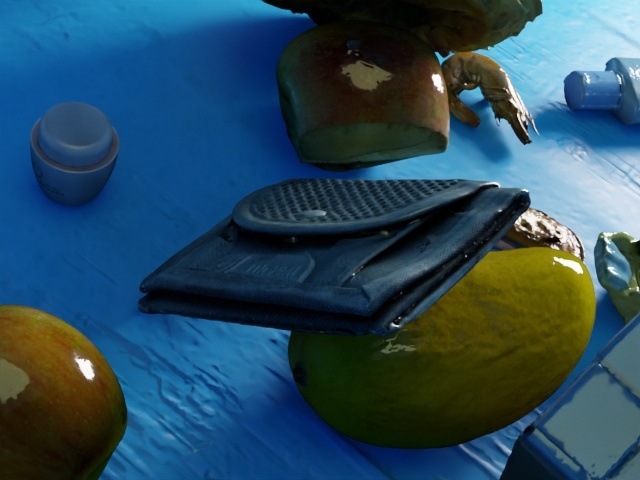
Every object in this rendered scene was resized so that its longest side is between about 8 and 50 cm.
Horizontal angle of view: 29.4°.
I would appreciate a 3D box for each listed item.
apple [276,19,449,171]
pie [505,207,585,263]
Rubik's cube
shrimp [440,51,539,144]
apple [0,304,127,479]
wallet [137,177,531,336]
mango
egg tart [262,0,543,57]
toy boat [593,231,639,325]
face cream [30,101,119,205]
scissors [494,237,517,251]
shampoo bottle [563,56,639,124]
[{"bbox_3d":[0.050,-0.165,1.381,0.188,0.174,0.207,-13,10,-4],"label":"apple"},{"bbox_3d":[0.223,-0.026,1.407,0.191,0.033,0.088,24,30,-1],"label":"pie"},{"bbox_3d":[0.319,0.206,1.093,0.231,0.221,0.224,-41,71,-17],"label":"Rubik's cube"},{"bbox_3d":[0.204,-0.175,1.520,0.095,0.045,0.162,-16,60,-27],"label":"shrimp"},{"bbox_3d":[-0.260,0.154,1.019,0.196,0.196,0.196,8,50,-10],"label":"apple"},{"bbox_3d":[0.000,0.000,1.161,0.342,0.075,0.237,2,30,47],"label":"wallet"},{"bbox_3d":[0.127,0.104,1.199,0.331,0.142,0.195,-3,74,-17],"label":"mango"},{"bbox_3d":[0.068,-0.321,1.415,0.339,0.351,0.153,12,84,-10],"label":"egg tart"},{"bbox_3d":[0.424,0.062,1.373,0.276,0.084,0.111,10,47,-13],"label":"toy boat"},{"bbox_3d":[-0.258,-0.090,1.276,0.091,0.095,0.091,8,51,-10],"label":"face cream"},{"bbox_3d":[0.134,0.014,1.359,0.212,0.021,0.110,20,45,-3],"label":"scissors"},{"bbox_3d":[0.443,-0.195,1.598,0.258,0.061,0.104,-2,53,-18],"label":"shampoo bottle"}]
